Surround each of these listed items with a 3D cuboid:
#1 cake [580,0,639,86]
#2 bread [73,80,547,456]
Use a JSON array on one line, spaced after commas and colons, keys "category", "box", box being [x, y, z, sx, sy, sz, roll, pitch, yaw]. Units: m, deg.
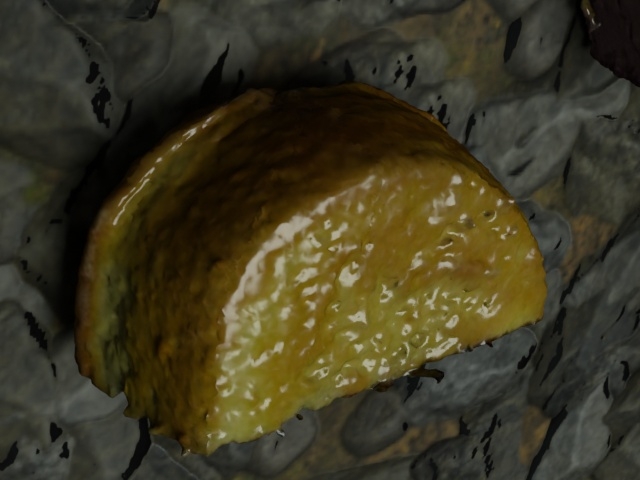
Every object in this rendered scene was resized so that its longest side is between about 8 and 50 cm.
[{"category": "cake", "box": [0.250, -0.181, 0.822, 0.295, 0.113, 0.116, -37, 139, -28]}, {"category": "bread", "box": [0.000, 0.000, 0.697, 0.229, 0.143, 0.139, -19, 128, -29]}]
